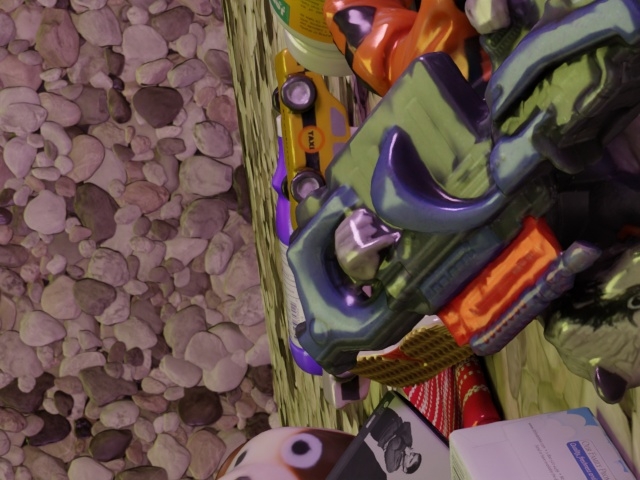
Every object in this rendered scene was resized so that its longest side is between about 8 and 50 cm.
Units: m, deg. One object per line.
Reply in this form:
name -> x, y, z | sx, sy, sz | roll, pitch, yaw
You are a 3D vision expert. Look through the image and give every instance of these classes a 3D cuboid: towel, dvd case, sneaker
towel -> 0.100, 0.123, 1.266 | 0.275, 0.031, 0.199 | -106, 12, -49
dvd case -> 0.049, 0.227, 1.118 | 0.179, 0.029, 0.238 | -54, 24, 3
sneaker -> 0.073, 0.057, 1.170 | 0.185, 0.069, 0.084 | -29, 44, 58

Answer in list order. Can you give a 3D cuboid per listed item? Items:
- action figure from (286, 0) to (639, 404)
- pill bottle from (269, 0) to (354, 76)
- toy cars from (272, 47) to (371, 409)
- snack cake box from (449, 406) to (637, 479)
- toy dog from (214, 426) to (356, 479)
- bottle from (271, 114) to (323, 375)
action figure -> 0.109, -0.092, 0.686 | 0.341, 0.178, 0.330 | -39, 62, 50
pill bottle -> 0.017, -0.221, 1.179 | 0.208, 0.117, 0.118 | 95, 165, -62
toy cars -> 0.019, -0.022, 1.477 | 0.176, 0.087, 0.394 | 92, 169, -52
snack cake box -> 0.138, 0.249, 0.866 | 0.152, 0.089, 0.264 | -116, 19, -62
toy dog -> -0.008, 0.394, 1.557 | 0.284, 0.395, 0.408 | -2, 91, 48
bottle -> 0.000, 0.000, 1.659 | 0.118, 0.092, 0.283 | -124, 27, -75
